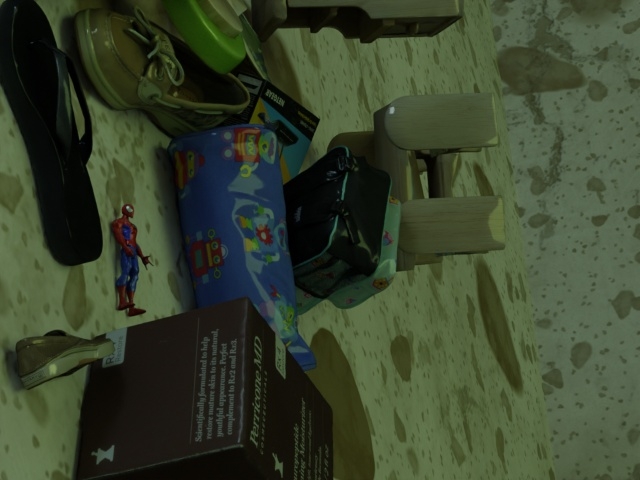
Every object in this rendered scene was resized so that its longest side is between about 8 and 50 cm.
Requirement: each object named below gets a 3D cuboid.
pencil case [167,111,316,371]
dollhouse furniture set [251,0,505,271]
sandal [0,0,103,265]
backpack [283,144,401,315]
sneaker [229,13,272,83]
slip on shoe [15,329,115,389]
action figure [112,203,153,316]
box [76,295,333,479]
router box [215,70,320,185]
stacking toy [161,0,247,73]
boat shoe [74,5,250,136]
[{"bbox_3d":[-0.084,0.019,1.725,0.133,0.119,0.306,0,76,-48],"label":"pencil case"},{"bbox_3d":[0.057,-0.153,2.072,0.362,0.256,0.394,165,-78,-79],"label":"dollhouse furniture set"},{"bbox_3d":[-0.239,-0.106,1.458,0.097,0.054,0.254,-25,100,-72],"label":"sandal"},{"bbox_3d":[0.000,0.000,1.842,0.144,0.188,0.166,35,46,-35],"label":"backpack"},{"bbox_3d":[-0.090,-0.217,1.987,0.086,0.064,0.192,-79,149,-53],"label":"sneaker"},{"bbox_3d":[-0.224,0.096,1.364,0.041,0.051,0.135,64,23,3],"label":"slip on shoe"},{"bbox_3d":[-0.190,0.016,1.562,0.038,0.030,0.115,33,43,-58],"label":"action figure"},{"bbox_3d":[-0.101,0.190,1.461,0.203,0.167,0.168,57,25,-45],"label":"box"},{"bbox_3d":[-0.072,-0.116,1.895,0.133,0.046,0.179,-68,156,-2],"label":"router box"},{"bbox_3d":[-0.130,-0.350,1.722,0.279,0.130,0.309,52,17,-19],"label":"stacking toy"},{"bbox_3d":[-0.170,-0.187,1.676,0.285,0.089,0.104,23,55,-68],"label":"boat shoe"}]
